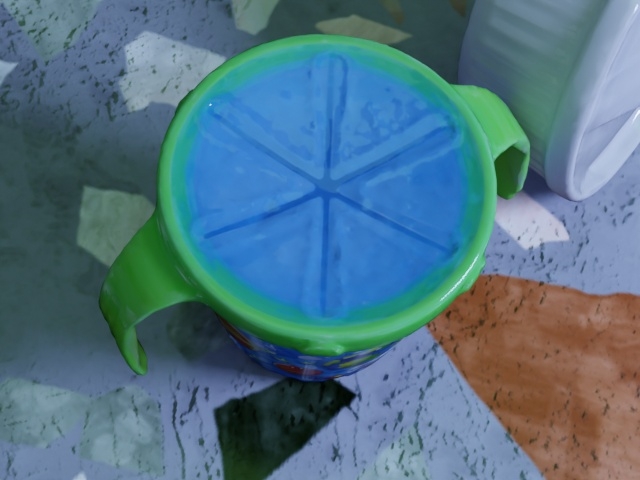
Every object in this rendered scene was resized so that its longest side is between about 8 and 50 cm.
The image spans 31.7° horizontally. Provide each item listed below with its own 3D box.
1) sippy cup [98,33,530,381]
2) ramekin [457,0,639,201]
[{"bbox_3d":[0.000,0.000,0.858,0.305,0.224,0.240,8,67,1],"label":"sippy cup"},{"bbox_3d":[0.222,-0.178,0.934,0.127,0.273,0.273,30,68,22],"label":"ramekin"}]
